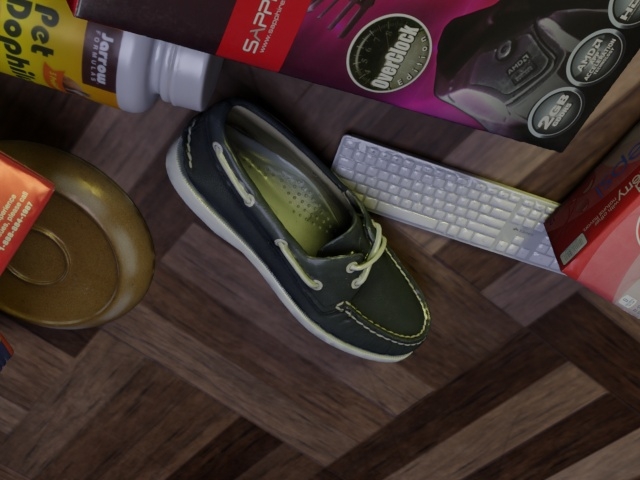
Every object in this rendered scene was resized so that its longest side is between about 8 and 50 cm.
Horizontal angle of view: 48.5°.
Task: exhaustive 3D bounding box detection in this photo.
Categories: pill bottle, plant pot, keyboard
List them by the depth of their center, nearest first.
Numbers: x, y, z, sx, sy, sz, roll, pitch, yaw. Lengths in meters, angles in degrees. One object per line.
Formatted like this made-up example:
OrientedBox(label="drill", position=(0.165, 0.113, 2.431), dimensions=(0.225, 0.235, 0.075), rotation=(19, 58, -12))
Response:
OrientedBox(label="pill bottle", position=(-0.182, -0.170, 0.541), dimensions=(0.214, 0.117, 0.117), rotation=(17, 125, -4))
OrientedBox(label="keyboard", position=(0.132, -0.030, 0.658), dimensions=(0.255, 0.014, 0.072), rotation=(18, 125, -4))
OrientedBox(label="plant pot", position=(-0.291, 0.009, 0.736), dimensions=(0.236, 0.032, 0.236), rotation=(3, 125, 5))

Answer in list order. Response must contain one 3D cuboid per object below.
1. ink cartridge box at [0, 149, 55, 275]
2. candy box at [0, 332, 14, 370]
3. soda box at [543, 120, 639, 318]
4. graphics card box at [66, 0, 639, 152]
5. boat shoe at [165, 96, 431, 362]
OrientedBox(label="ink cartridge box", position=(-0.386, -0.031, 0.555), dimensions=(0.272, 0.197, 0.114), rotation=(34, 167, -23))
OrientedBox(label="candy box", position=(-0.506, 0.094, 0.655), dimensions=(0.317, 0.122, 0.268), rotation=(-31, 103, -9))
OrientedBox(label="soda box", position=(0.302, -0.064, 0.557), dimensions=(0.092, 0.083, 0.263), rotation=(29, 120, -12))
OrientedBox(label="graphics card box", position=(0.059, -0.201, 0.426), dimensions=(0.370, 0.094, 0.233), rotation=(10, 128, -27))
OrientedBox(label="boat shoe", position=(0.000, 0.000, 0.628), dimensions=(0.302, 0.114, 0.091), rotation=(38, 143, -19))
